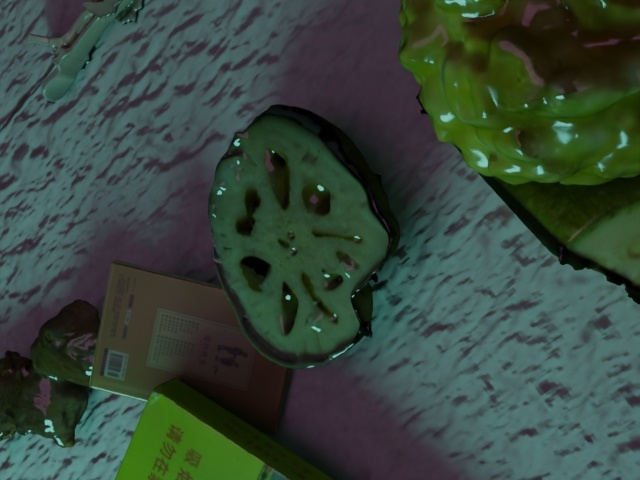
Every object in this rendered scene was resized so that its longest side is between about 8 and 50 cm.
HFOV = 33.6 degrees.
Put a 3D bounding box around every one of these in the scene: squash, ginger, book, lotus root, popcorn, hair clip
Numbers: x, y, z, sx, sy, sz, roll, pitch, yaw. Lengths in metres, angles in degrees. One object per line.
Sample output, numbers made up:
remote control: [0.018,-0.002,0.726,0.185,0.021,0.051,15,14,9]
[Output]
squash: [0.190,-0.057,0.761,0.093,0.169,0.252,-57,31,18]
ginger: [-0.248,0.133,1.007,0.290,0.084,0.122,-24,72,30]
book: [-0.109,0.093,0.917,0.172,0.012,0.118,14,100,5]
lotus root: [-0.002,-0.004,0.854,0.183,0.078,0.203,-40,68,38]
popcorn: [0.169,-0.150,0.653,0.225,0.286,0.173,25,144,47]
hair clip: [-0.197,-0.222,0.993,0.226,0.034,0.072,-35,73,28]

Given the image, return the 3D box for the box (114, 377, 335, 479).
box: [-0.029,0.276,0.867,0.335,0.047,0.187,29,106,18]
